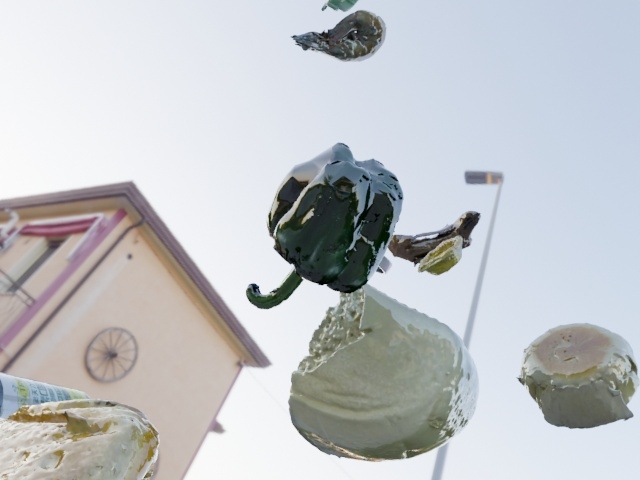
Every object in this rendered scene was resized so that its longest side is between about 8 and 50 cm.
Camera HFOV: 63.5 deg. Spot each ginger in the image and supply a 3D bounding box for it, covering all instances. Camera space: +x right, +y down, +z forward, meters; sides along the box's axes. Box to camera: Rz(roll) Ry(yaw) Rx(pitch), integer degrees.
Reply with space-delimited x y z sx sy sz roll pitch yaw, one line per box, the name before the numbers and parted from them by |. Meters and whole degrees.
ginger | 0.369 0.003 1.667 0.309 0.133 0.107 -14 -10 8

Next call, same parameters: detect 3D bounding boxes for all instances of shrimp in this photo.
shrimp | 0.065 -0.597 1.503 0.062 0.316 0.164 60 -38 32

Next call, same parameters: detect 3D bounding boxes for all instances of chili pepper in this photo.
chili pepper | 0.000 0.000 0.718 0.165 0.174 0.261 18 -71 -34

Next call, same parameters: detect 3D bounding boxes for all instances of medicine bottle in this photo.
medicine bottle | -0.541 0.303 0.882 0.141 0.142 0.293 3 -22 27

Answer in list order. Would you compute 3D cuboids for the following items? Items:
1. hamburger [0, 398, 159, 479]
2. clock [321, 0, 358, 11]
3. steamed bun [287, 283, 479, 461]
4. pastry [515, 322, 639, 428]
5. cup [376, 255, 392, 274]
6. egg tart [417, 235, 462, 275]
hamburger | -0.287 0.254 0.410 0.304 0.284 0.174 -15 -87 34
clock | 0.074 -0.690 1.390 0.066 0.159 0.211 27 -13 -26
steamed bun | 0.097 0.241 0.832 0.273 0.272 0.290 22 -13 41
pastry | 0.377 0.194 0.760 0.165 0.166 0.088 -14 -66 40
cup | 0.055 0.017 1.249 0.166 0.221 0.202 -25 -22 -2
egg tart | 0.230 0.034 0.969 0.039 0.105 0.105 52 -42 -1
